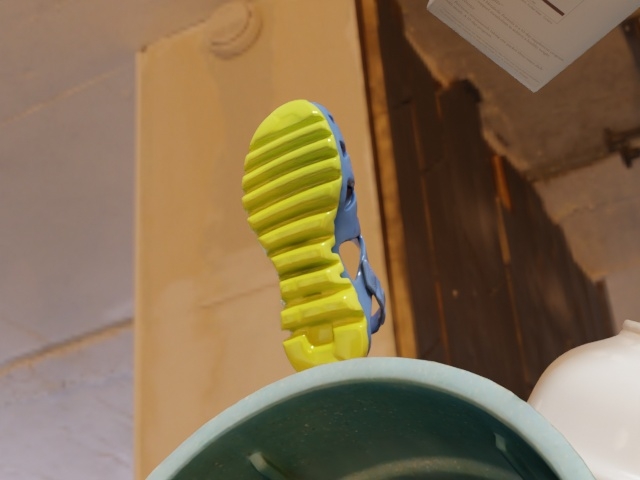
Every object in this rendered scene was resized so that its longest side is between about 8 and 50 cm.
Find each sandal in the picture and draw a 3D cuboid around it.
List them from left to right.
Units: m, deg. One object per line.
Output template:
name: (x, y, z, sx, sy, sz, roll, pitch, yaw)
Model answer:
sandal: (0.000, 0.000, 1.344, 0.126, 0.318, 0.138, -9, -2, 24)

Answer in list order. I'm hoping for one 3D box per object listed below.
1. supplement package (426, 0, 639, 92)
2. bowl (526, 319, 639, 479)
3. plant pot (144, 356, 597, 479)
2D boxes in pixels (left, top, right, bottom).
supplement package: (0.228, -0.269, 1.034, 0.133, 0.139, 0.244, 35, -39, -13)
bowl: (0.321, 0.152, 1.055, 0.297, 0.134, 0.298, 15, 0, 0)
plant pot: (0.075, 0.291, 0.648, 0.341, 0.341, 0.334, -22, -44, 25)
